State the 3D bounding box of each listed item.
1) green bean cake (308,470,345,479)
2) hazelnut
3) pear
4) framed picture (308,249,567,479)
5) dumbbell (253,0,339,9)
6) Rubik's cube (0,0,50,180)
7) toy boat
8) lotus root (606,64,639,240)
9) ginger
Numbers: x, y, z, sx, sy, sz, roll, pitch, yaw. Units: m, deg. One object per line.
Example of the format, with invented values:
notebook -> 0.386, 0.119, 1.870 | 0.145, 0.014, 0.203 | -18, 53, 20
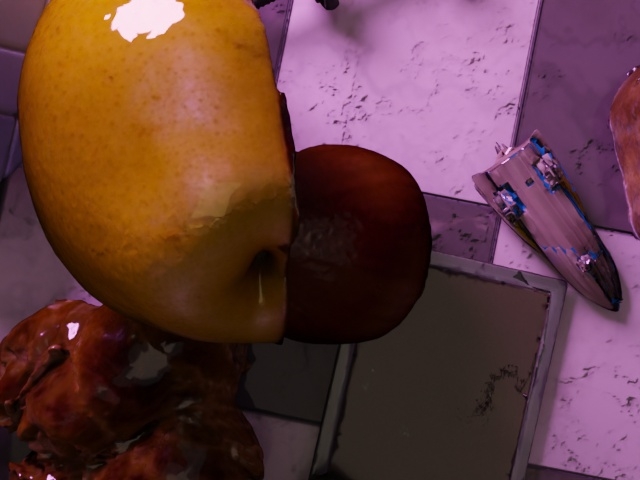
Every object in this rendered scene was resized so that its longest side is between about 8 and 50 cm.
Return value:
green bean cake -> -0.014, 0.318, 1.295 | 0.094, 0.181, 0.173 | 35, 99, -3
hazelnut -> 0.000, 0.000, 1.287 | 0.208, 0.208, 0.208 | 0, 89, 0
pear -> -0.154, -0.077, 1.149 | 0.191, 0.386, 0.340 | -5, 124, -13
framed picture -> 0.117, 0.149, 1.385 | 0.216, 0.016, 0.273 | 14, 89, 1
dumbbell -> 0.048, -0.288, 1.357 | 0.254, 0.081, 0.081 | -24, 89, -1
Rubik's cube -> -0.371, -0.175, 1.274 | 0.213, 0.265, 0.224 | 21, 52, 36
toy boat -> 0.237, -0.010, 1.366 | 0.084, 0.066, 0.210 | -37, 99, 4
lotus root -> 0.410, -0.091, 1.285 | 0.272, 0.192, 0.272 | 0, 83, 0
ginger -> -0.191, 0.206, 1.317 | 0.274, 0.152, 0.357 | -6, 88, 0
